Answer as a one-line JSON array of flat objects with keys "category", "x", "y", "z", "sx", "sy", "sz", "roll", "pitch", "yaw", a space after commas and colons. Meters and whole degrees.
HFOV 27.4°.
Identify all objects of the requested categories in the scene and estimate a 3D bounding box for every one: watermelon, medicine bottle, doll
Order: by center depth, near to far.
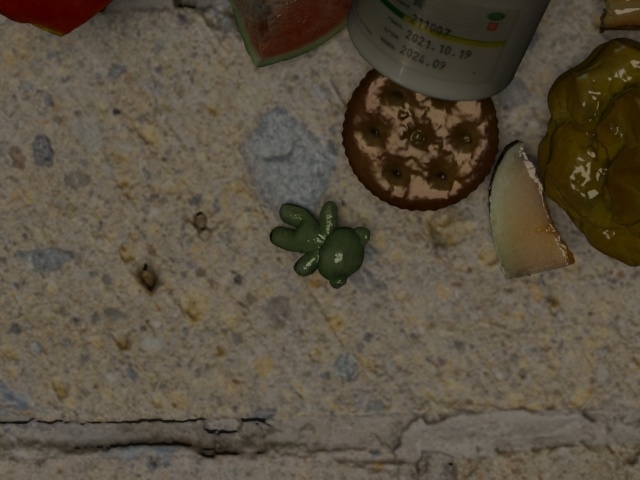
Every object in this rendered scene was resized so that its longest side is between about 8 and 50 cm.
[{"category": "medicine bottle", "x": 0.171, "y": -0.330, "z": 1.626, "sx": 0.237, "sy": 0.238, "sz": 0.232, "roll": 26, "pitch": 132, "yaw": 6}, {"category": "watermelon", "x": -0.027, "y": -0.358, "z": 1.779, "sx": 0.231, "sy": 0.128, "sz": 0.146, "roll": -31, "pitch": 65, "yaw": 1}, {"category": "doll", "x": 0.000, "y": 0.000, "z": 1.853, "sx": 0.150, "sy": 0.077, "sz": 0.115, "roll": 30, "pitch": 94, "yaw": 24}]

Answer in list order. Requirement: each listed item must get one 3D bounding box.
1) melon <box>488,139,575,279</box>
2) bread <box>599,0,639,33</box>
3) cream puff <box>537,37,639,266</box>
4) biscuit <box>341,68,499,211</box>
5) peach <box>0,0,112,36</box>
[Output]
[{"category": "melon", "x": 0.272, "y": -0.040, "z": 1.780, "sx": 0.098, "sy": 0.054, "sz": 0.182, "roll": -22, "pitch": 89, "yaw": 47}, {"category": "bread", "x": 0.464, "y": -0.351, "z": 1.670, "sx": 0.380, "sy": 0.109, "sz": 0.185, "roll": 3, "pitch": 112, "yaw": 13}, {"category": "cream puff", "x": 0.433, "y": -0.104, "z": 1.648, "sx": 0.291, "sy": 0.257, "sz": 0.324, "roll": -41, "pitch": 91, "yaw": 12}, {"category": "biscuit", "x": 0.137, "y": -0.149, "z": 1.794, "sx": 0.220, "sy": 0.066, "sz": 0.221, "roll": 3, "pitch": 104, "yaw": 11}, {"category": "peach", "x": -0.351, "y": -0.445, "z": 1.748, "sx": 0.380, "sy": 0.242, "sz": 0.306, "roll": -31, "pitch": 98, "yaw": 15}]
